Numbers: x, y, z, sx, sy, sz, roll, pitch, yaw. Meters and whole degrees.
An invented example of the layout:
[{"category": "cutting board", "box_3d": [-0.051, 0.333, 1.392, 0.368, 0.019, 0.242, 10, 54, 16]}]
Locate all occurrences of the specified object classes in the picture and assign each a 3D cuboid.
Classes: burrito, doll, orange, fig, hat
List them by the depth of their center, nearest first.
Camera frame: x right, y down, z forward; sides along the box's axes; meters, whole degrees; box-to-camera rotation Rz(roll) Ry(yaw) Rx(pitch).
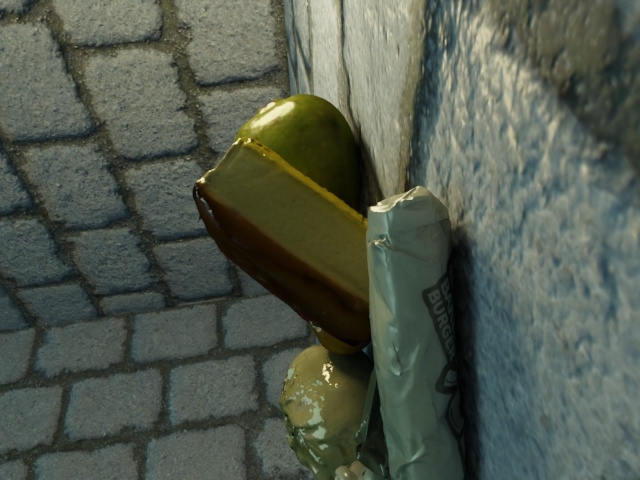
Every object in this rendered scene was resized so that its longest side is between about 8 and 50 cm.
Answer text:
[{"category": "burrito", "box_3d": [0.112, 0.158, 0.618, 0.139, 0.101, 0.446, -134, 36, -75]}, {"category": "hat", "box_3d": [0.130, 0.273, 0.835, 0.245, 0.149, 0.214, -62, -9, -9]}, {"category": "doll", "box_3d": [0.090, 0.453, 0.964, 0.110, 0.180, 0.107, -24, -96, -52]}, {"category": "fig", "box_3d": [-0.031, -0.132, 1.074, 0.326, 0.258, 0.258, 64, 175, 0]}, {"category": "orange", "box_3d": [0.048, 0.168, 1.126, 0.156, 0.134, 0.157, -29, 54, 51]}]

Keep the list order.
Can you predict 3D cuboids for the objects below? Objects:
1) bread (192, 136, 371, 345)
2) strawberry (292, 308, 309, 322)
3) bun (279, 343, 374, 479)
[{"category": "bread", "box_3d": [-0.032, 0.020, 0.841, 0.333, 0.143, 0.323, 36, 166, 8]}, {"category": "strawberry", "box_3d": [-0.007, 0.121, 1.350, 0.280, 0.150, 0.253, -106, 28, -54]}, {"category": "bun", "box_3d": [0.035, 0.401, 1.190, 0.326, 0.234, 0.362, 96, 160, -49]}]
